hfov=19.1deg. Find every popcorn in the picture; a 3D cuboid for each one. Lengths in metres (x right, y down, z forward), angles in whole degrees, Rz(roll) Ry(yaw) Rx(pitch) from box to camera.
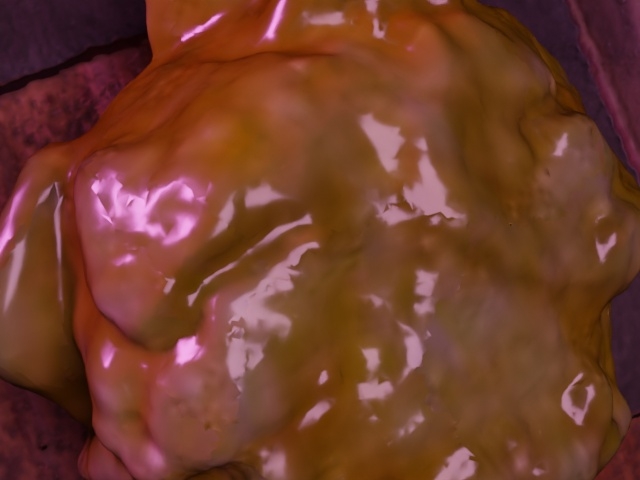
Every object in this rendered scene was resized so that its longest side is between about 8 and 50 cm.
[{"bbox_3d":[0.013,0.002,0.934,0.293,0.292,0.334,10,57,15],"label":"popcorn"}]
